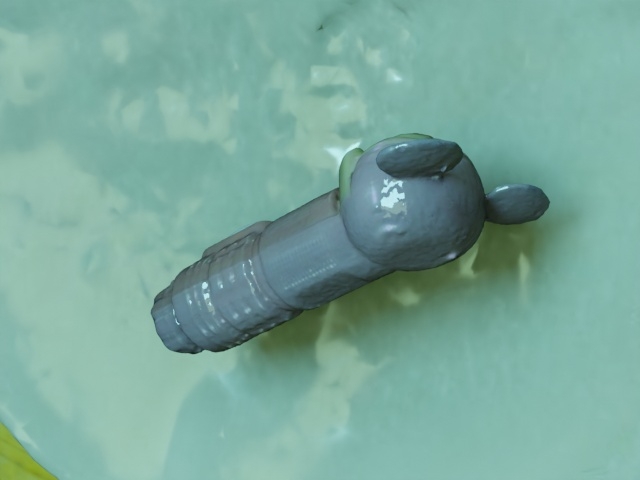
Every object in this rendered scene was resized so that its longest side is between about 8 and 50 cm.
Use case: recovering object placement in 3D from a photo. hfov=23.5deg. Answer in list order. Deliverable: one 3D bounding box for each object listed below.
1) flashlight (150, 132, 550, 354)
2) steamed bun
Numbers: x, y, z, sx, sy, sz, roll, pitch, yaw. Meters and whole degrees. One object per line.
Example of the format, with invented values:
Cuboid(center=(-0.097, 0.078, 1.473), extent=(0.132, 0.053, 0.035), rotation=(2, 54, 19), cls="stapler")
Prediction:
Cuboid(center=(0.000, 0.000, 0.375), extent=(0.110, 0.052, 0.031), rotation=(-26, 56, 37), cls="flashlight")
Cuboid(center=(0.033, -0.050, 0.479), extent=(0.324, 0.206, 0.324), rotation=(7, 107, 25), cls="steamed bun")
